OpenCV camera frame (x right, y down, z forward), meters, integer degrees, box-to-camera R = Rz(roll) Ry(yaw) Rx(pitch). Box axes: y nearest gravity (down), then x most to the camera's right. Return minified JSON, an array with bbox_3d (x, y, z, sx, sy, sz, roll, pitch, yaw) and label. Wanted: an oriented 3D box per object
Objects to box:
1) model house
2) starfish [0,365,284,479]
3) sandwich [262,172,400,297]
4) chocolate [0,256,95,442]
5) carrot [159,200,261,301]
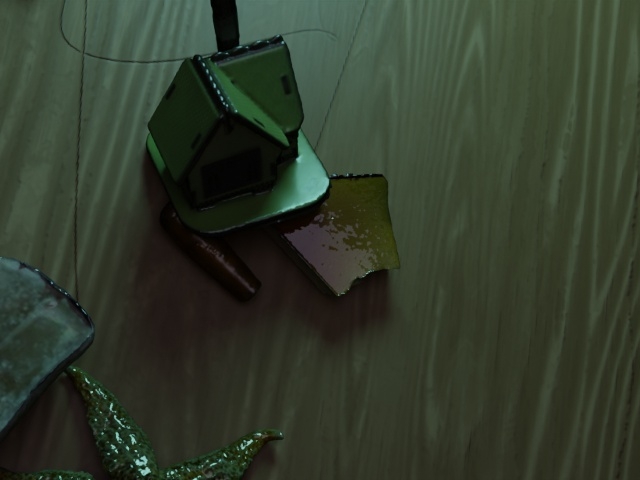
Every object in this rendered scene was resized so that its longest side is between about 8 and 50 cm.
[{"bbox_3d":[-0.106,-0.177,1.558,0.205,0.278,0.218,-18,53,-16],"label":"model house"},{"bbox_3d":[-0.226,0.323,1.512,0.358,0.078,0.347,8,74,-9],"label":"starfish"},{"bbox_3d":[0.000,0.000,1.668,0.193,0.058,0.162,-5,74,-12],"label":"sandwich"},{"bbox_3d":[-0.416,0.165,1.505,0.185,0.100,0.303,38,66,13],"label":"chocolate"},{"bbox_3d":[-0.140,0.012,1.641,0.055,0.055,0.161,-42,92,-21],"label":"carrot"}]
